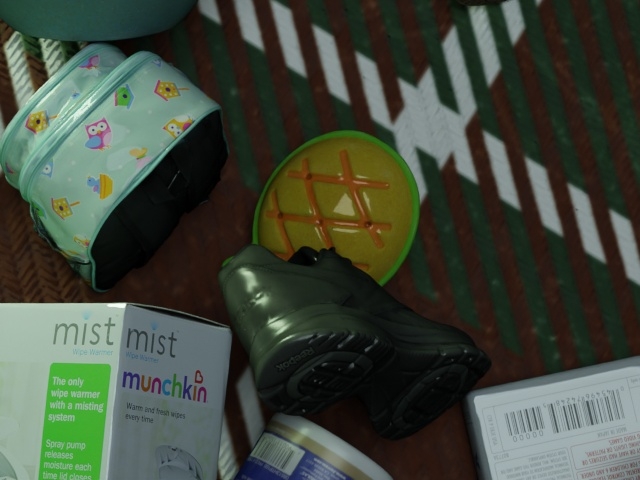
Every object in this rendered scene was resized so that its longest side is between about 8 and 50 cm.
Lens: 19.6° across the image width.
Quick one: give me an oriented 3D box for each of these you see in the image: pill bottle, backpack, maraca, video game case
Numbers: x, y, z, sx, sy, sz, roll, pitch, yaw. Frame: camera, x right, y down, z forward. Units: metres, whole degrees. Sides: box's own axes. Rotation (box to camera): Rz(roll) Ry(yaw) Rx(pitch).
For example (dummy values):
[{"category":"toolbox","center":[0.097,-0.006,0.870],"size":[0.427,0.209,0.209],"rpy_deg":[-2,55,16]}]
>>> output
[{"category":"pill bottle","center":[-0.035,0.235,1.408],"size":[0.112,0.112,0.187],"rpy_deg":[33,79,-2]},{"category":"backpack","center":[-0.155,-0.064,1.397],"size":[0.144,0.188,0.166],"rpy_deg":[45,79,0]},{"category":"maraca","center":[0.000,0.000,1.459],"size":[0.127,0.099,0.186],"rpy_deg":[39,101,15]},{"category":"video game case","center":[0.303,0.236,1.495],"size":[0.329,0.036,0.300],"rpy_deg":[-11,83,-10]}]

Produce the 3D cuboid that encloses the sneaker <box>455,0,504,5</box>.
[{"category":"sneaker","center":[0.178,-0.259,1.546],"size":[0.188,0.066,0.071],"rpy_deg":[-25,69,-16]}]

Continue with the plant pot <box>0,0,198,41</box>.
[{"category":"plant pot","center":[-0.174,-0.261,1.402],"size":[0.290,0.290,0.195],"rpy_deg":[-4,110,-9]}]

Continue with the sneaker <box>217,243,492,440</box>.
[{"category":"sneaker","center":[0.029,0.066,1.385],"size":[0.109,0.286,0.130],"rpy_deg":[-42,59,15]}]

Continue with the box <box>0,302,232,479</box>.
[{"category":"box","center":[-0.206,0.163,1.321],"size":[0.262,0.127,0.231],"rpy_deg":[-1,80,36]}]
